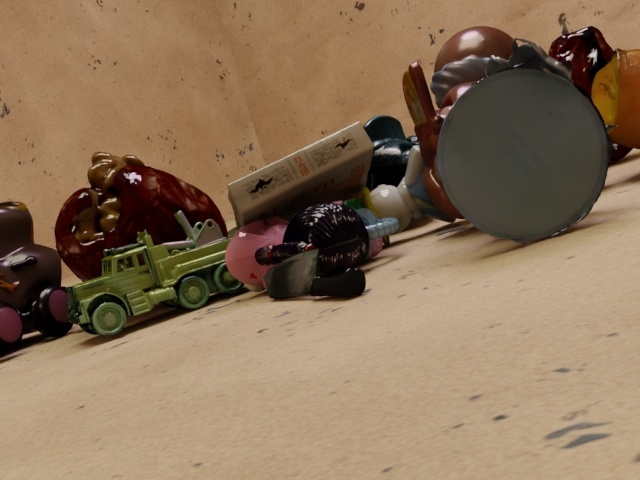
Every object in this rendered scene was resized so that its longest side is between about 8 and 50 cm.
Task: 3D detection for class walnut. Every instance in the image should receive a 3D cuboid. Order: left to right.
[{"bbox_3d":[-0.281,-0.030,1.555,0.222,0.244,0.269,-14,-23,16],"label":"walnut"}]

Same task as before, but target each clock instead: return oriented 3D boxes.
[{"bbox_3d":[0.000,0.000,1.301,0.194,0.100,0.195,-18,6,-36],"label":"clock"}]

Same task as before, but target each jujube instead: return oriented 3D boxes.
[{"bbox_3d":[0.448,-0.240,1.671,0.168,0.236,0.168,-11,1,0],"label":"jujube"}]

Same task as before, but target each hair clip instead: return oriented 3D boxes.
[{"bbox_3d":[0.174,-0.119,1.705,0.310,0.194,0.206,-18,16,-34],"label":"hair clip"}]

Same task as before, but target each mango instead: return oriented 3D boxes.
[{"bbox_3d":[0.508,-0.184,1.347,0.257,0.138,0.187,6,8,1],"label":"mango"}]

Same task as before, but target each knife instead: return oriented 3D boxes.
[{"bbox_3d":[-0.016,0.041,1.153,0.028,0.060,0.230,5,-7,-28],"label":"knife"}]

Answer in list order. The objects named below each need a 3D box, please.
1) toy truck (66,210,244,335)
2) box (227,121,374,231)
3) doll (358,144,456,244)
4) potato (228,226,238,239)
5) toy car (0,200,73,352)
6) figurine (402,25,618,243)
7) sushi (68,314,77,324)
[{"bbox_3d":[-0.238,0.045,1.412,0.259,0.135,0.128,-23,6,-23],"label":"toy truck"},{"bbox_3d":[-0.028,-0.053,1.482,0.205,0.051,0.365,-26,-13,-7],"label":"box"},{"bbox_3d":[0.141,-0.070,1.450,0.241,0.098,0.135,-27,-17,5],"label":"doll"},{"bbox_3d":[-0.136,0.012,1.729,0.105,0.085,0.188,-17,9,22],"label":"potato"},{"bbox_3d":[-0.563,0.073,1.579,0.271,0.240,0.341,-17,1,28],"label":"toy car"},{"bbox_3d":[0.228,-0.132,1.232,0.248,0.276,0.388,-41,2,1],"label":"figurine"},{"bbox_3d":[-0.353,0.117,1.556,0.083,0.044,0.046,-9,21,4],"label":"sushi"}]
